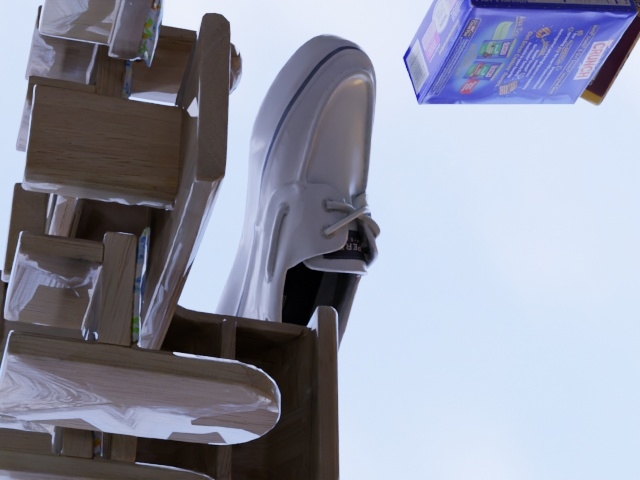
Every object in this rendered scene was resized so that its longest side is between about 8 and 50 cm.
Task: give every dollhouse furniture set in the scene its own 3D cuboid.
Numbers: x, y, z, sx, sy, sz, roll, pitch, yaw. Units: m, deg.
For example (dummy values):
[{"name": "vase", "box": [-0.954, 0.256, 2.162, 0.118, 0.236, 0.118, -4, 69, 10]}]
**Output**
[{"name": "dollhouse furniture set", "box": [-0.047, 0.020, 0.659, 0.161, 0.242, 0.212, 9, -126, -13]}]

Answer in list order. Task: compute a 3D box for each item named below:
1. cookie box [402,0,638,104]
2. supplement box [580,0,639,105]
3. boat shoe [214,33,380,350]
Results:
[{"name": "cookie box", "box": [0.115, -0.120, 0.959, 0.107, 0.092, 0.040, -1, -123, -22]}, {"name": "supplement box", "box": [0.198, -0.190, 1.237, 0.104, 0.081, 0.188, 29, -147, 3]}, {"name": "boat shoe", "box": [0.000, 0.000, 1.050, 0.095, 0.084, 0.258, 2, -76, -44]}]
